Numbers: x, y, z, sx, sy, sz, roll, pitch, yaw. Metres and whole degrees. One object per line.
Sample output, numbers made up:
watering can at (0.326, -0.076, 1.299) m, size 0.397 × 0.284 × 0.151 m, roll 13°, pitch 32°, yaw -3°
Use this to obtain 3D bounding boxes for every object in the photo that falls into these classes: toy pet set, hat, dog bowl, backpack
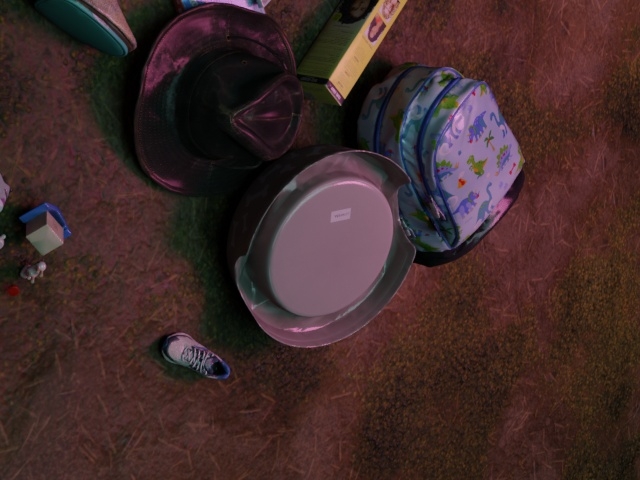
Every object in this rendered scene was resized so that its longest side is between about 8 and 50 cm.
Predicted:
toy pet set at (-0.407, -0.007, 1.414) m, size 0.114 × 0.065 × 0.122 m, roll -29°, pitch 125°, yaw 5°
hat at (-0.116, -0.190, 1.558) m, size 0.331 × 0.134 × 0.331 m, roll -28°, pitch 131°, yaw -38°
dog bowl at (0.000, 0.000, 1.726) m, size 0.349 × 0.102 × 0.348 m, roll -18°, pitch 124°, yaw -30°
backpack at (0.214, -0.156, 1.865) m, size 0.290 × 0.273 × 0.355 m, roll -47°, pitch 118°, yaw -17°

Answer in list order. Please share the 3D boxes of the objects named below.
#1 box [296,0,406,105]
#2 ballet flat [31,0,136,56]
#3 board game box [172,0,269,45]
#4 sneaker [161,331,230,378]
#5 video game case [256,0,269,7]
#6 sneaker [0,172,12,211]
box at (0.049, -0.336, 1.741) m, size 0.058 × 0.087 × 0.232 m, roll 46°, pitch 67°, yaw -44°
ballet flat at (-0.346, -0.348, 1.334) m, size 0.316 × 0.108 × 0.106 m, roll 29°, pitch 73°, yaw -47°
board game box at (-0.169, -0.407, 1.545) m, size 0.145 × 0.027 × 0.281 m, roll -39°, pitch 126°, yaw -33°
sneaker at (-0.193, 0.186, 1.665) m, size 0.135 × 0.058 × 0.052 m, roll 32°, pitch 78°, yaw -44°
video game case at (-0.093, -0.429, 1.601) m, size 0.087 × 0.011 × 0.122 m, roll -60°, pitch 140°, yaw -50°
sneaker at (-0.446, -0.083, 1.357) m, size 0.098 × 0.038 × 0.069 m, roll 41°, pitch 45°, yaw -22°
